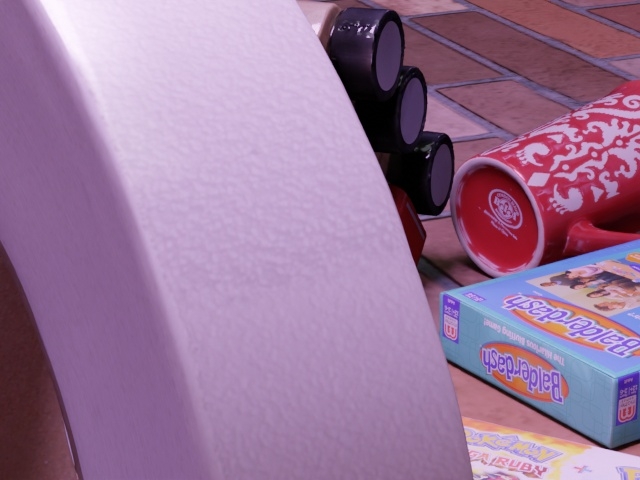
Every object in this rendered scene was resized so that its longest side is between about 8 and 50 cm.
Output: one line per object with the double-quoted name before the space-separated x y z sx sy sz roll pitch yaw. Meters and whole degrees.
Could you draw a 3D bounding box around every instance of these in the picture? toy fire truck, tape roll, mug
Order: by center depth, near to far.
"tape roll" -0.081 0.071 0.567 0.072 0.392 0.392 -13 23 -28
"toy fire truck" 0.000 0.000 1.106 0.158 0.217 0.246 8 64 22
"mug" 0.193 -0.039 1.248 0.169 0.113 0.150 -21 17 -35

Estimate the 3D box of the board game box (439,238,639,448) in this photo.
"board game box" 0.203 0.053 1.090 0.210 0.047 0.160 -13 24 -31

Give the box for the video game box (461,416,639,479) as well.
"video game box" 0.110 0.153 0.826 0.205 0.048 0.187 10 20 27
